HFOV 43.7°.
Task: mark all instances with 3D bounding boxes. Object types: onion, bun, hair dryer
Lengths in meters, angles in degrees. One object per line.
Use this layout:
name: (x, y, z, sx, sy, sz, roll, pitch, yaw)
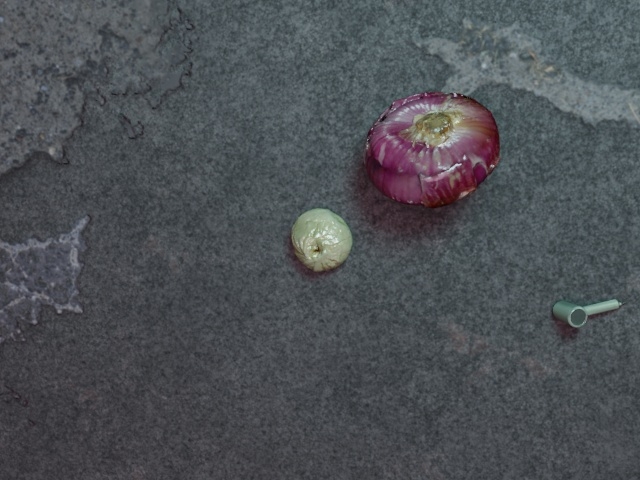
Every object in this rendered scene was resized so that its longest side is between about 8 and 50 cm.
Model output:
onion: (0.186, -0.135, 1.330, 0.230, 0.230, 0.163, 2, 138, 9)
bun: (0.000, 0.000, 1.437, 0.115, 0.069, 0.115, 1, 101, 8)
hair dryer: (0.478, 0.119, 1.404, 0.124, 0.063, 0.037, -12, 99, -9)
